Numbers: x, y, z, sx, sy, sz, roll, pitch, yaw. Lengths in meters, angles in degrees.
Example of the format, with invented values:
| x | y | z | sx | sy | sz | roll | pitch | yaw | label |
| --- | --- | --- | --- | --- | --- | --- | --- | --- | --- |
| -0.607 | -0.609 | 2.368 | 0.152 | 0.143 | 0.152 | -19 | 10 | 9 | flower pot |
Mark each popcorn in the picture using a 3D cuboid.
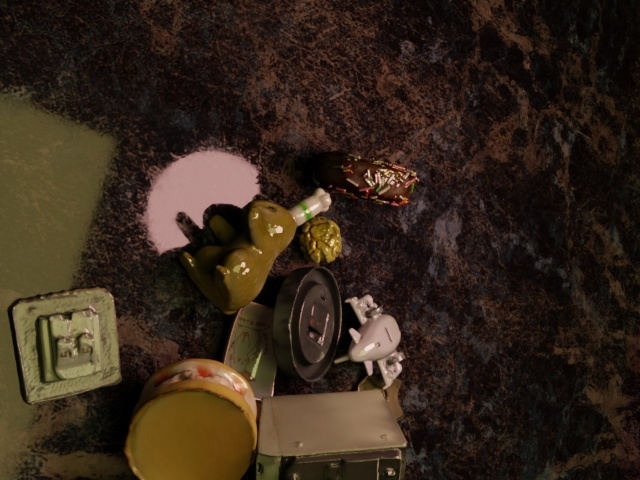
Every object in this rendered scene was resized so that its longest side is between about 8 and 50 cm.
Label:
| x | y | z | sx | sy | sz | roll | pitch | yaw | label |
| --- | --- | --- | --- | --- | --- | --- | --- | --- | --- |
| 0.000 | 0.000 | 1.705 | 0.116 | 0.121 | 0.106 | -58 | 164 | 6 | popcorn |

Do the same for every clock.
| x | y | z | sx | sy | sz | roll | pitch | yaw | label |
| --- | --- | --- | --- | --- | --- | --- | --- | --- | --- |
| -0.029 | 0.196 | 1.635 | 0.281 | 0.056 | 0.280 | 2 | 90 | -65 | clock |

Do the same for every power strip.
| x | y | z | sx | sy | sz | roll | pitch | yaw | label |
| --- | --- | --- | --- | --- | --- | --- | --- | --- | --- |
| -0.487 | 0.206 | 1.348 | 0.198 | 0.065 | 0.213 | -11 | 98 | -35 | power strip |

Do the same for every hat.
| x | y | z | sx | sy | sz | roll | pitch | yaw | label |
| --- | --- | --- | --- | --- | --- | --- | --- | --- | --- |
| 0.164 | 0.437 | 1.857 | 0.175 | 0.085 | 0.147 | 21 | 63 | -59 | hat |

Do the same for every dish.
| x | y | z | sx | sy | sz | roll | pitch | yaw | label |
| --- | --- | --- | --- | --- | --- | --- | --- | --- | --- |
| -0.165 | 0.254 | 1.588 | 0.151 | 0.077 | 0.212 | 23 | 76 | -37 | dish |

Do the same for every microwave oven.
| x | y | z | sx | sy | sz | roll | pitch | yaw | label |
| --- | --- | --- | --- | --- | --- | --- | --- | --- | --- |
| 0.007 | 0.566 | 1.504 | 0.333 | 0.247 | 0.394 | -1 | 110 | -8 | microwave oven |

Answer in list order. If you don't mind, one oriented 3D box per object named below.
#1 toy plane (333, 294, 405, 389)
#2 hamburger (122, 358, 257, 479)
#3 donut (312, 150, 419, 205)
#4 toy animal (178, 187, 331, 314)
| x | y | z | sx | sy | sz | roll | pitch | yaw | label |
| --- | --- | --- | --- | --- | --- | --- | --- | --- | --- |
| 0.132 | 0.259 | 1.765 | 0.252 | 0.118 | 0.252 | 39 | 39 | -40 | toy plane |
| -0.254 | 0.394 | 1.426 | 0.261 | 0.186 | 0.302 | -12 | 106 | 1 | hamburger |
| 0.107 | -0.150 | 1.687 | 0.270 | 0.270 | 0.103 | 13 | 93 | -37 | donut |
| -0.147 | -0.015 | 1.541 | 0.180 | 0.181 | 0.363 | 50 | 59 | -31 | toy animal |
